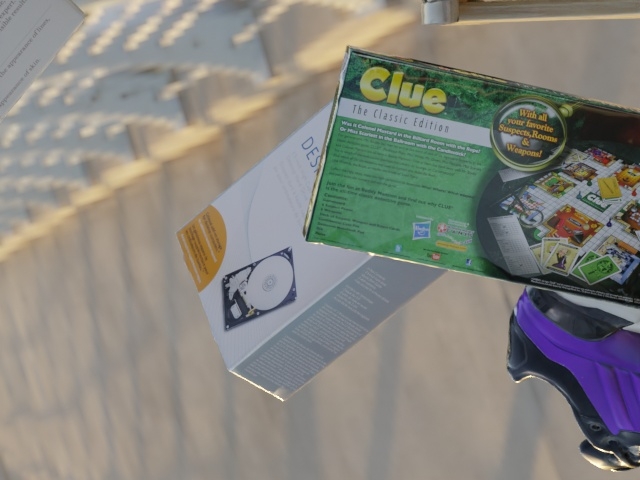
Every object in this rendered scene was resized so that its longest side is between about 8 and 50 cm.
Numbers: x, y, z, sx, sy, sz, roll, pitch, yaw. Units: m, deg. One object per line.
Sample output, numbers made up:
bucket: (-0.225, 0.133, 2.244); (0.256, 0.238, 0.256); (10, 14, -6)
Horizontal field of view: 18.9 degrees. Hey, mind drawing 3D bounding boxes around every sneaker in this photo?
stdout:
sneaker: (0.270, 0.121, 1.448); (0.293, 0.102, 0.146); (29, 113, 12)

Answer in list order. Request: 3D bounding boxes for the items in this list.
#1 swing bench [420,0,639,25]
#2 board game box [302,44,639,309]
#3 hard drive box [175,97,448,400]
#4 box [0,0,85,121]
swing bench: (0.195, -0.312, 1.631); (0.165, 0.254, 0.253); (-149, 56, -80)
board game box: (0.128, -0.040, 1.304); (0.030, 0.259, 0.136); (-110, 33, -73)
hard drive box: (0.000, 0.000, 1.741); (0.089, 0.232, 0.181); (34, -157, -45)
box: (-0.316, -0.170, 1.526); (0.181, 0.182, 0.119); (34, 173, 48)
